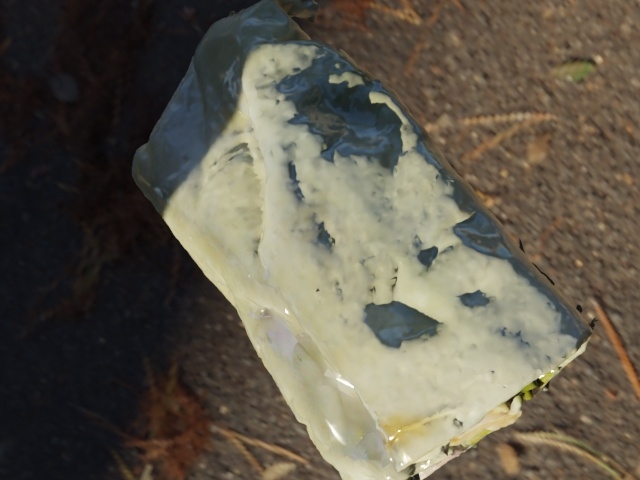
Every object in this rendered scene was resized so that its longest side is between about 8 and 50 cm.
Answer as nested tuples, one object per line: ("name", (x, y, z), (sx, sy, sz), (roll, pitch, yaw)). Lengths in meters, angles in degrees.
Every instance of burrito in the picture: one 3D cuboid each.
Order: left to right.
("burrito", (-0.002, 0.002, 0.986), (0.332, 0.135, 0.190), (51, 142, 17))
